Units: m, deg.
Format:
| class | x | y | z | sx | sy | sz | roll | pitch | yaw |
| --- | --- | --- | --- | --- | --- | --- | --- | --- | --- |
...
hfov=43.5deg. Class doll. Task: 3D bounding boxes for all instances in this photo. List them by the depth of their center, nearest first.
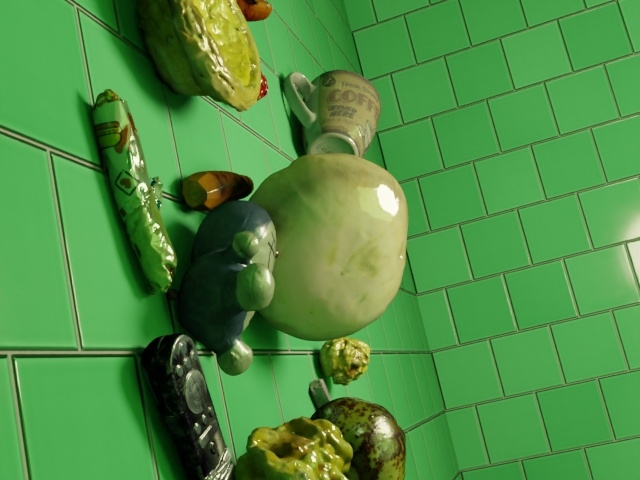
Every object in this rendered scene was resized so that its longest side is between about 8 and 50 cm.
| class | x | y | z | sx | sy | sz | roll | pitch | yaw |
| --- | --- | --- | --- | --- | --- | --- | --- | --- | --- |
| doll | -0.135 | 0.053 | 1.241 | 0.258 | 0.154 | 0.228 | -70 | 176 | -55 |

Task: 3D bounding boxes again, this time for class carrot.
| class | x | y | z | sx | sy | sz | roll | pitch | yaw |
| --- | --- | --- | --- | --- | --- | --- | --- | --- | --- |
| carrot | -0.168 | -0.094 | 1.436 | 0.314 | 0.066 | 0.066 | -27 | 101 | -76 |

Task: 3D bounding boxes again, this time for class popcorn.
| class | x | y | z | sx | sy | sz | roll | pitch | yaw |
| --- | --- | --- | --- | --- | --- | --- | --- | --- | --- |
| popcorn | -0.041 | 0.380 | 1.184 | 0.225 | 0.174 | 0.286 | 62 | 24 | -49 |
| popcorn | 0.054 | 0.271 | 1.801 | 0.120 | 0.116 | 0.106 | 45 | 50 | -63 |

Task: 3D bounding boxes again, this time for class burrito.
| class | x | y | z | sx | sy | sz | roll | pitch | yaw |
| --- | --- | --- | --- | --- | --- | --- | --- | --- | --- |
| burrito | -0.250 | -0.067 | 1.121 | 0.104 | 0.054 | 0.288 | -13 | 86 | -78 |

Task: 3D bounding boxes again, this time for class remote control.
| class | x | y | z | sx | sy | sz | roll | pitch | yaw |
| --- | --- | --- | --- | --- | --- | --- | --- | --- | --- |
| remote control | -0.175 | 0.249 | 1.070 | 0.090 | 0.066 | 0.266 | -42 | 121 | -60 |

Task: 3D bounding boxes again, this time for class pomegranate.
| class | x | y | z | sx | sy | sz | roll | pitch | yaw |
| --- | --- | --- | --- | --- | --- | --- | --- | --- | --- |
| pomegranate | 0.051 | 0.414 | 1.455 | 0.276 | 0.204 | 0.222 | -59 | 147 | -67 |

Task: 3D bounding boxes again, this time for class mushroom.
| class | x | y | z | sx | sy | sz | roll | pitch | yaw |
| --- | --- | --- | --- | --- | --- | --- | --- | --- | --- |
| mushroom | 0.018 | 0.001 | 1.516 | 0.353 | 0.325 | 0.353 | 55 | 22 | -34 |

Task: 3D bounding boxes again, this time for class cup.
| class | x | y | z | sx | sy | sz | roll | pitch | yaw |
| --- | --- | --- | --- | --- | --- | --- | --- | --- | --- |
| cup | 0.019 | -0.330 | 2.175 | 0.301 | 0.227 | 0.257 | 36 | 34 | -20 |

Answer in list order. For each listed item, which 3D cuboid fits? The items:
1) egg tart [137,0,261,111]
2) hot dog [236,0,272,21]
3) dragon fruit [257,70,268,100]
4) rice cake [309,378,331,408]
| class | x | y | z | sx | sy | sz | roll | pitch | yaw |
| --- | --- | --- | --- | --- | --- | --- | --- | --- | --- |
| egg tart | -0.221 | -0.372 | 1.389 | 0.345 | 0.132 | 0.345 | -15 | 90 | -77 |
| hot dog | -0.171 | -0.515 | 1.619 | 0.326 | 0.194 | 0.107 | 9 | 59 | -61 |
| dragon fruit | -0.187 | -0.349 | 1.638 | 0.190 | 0.094 | 0.094 | 42 | 28 | -25 |
| rice cake | 0.026 | 0.388 | 1.724 | 0.047 | 0.036 | 0.206 | -83 | 153 | -67 |
